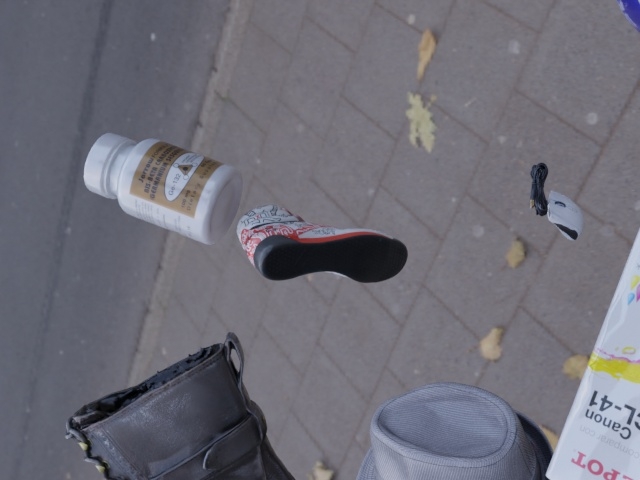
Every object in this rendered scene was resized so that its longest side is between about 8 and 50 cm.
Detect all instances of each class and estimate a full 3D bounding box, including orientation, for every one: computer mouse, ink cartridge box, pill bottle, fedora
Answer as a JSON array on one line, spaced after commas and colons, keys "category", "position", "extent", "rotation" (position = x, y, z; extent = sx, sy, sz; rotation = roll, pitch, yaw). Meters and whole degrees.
[{"category": "computer mouse", "position": [0.475, -0.065, 1.647], "extent": [0.042, 0.193, 0.106], "rotation": [-18, 52, 40]}, {"category": "ink cartridge box", "position": [0.375, 0.127, 0.762], "extent": [0.226, 0.131, 0.306], "rotation": [22, 92, 45]}, {"category": "pill bottle", "position": [-0.253, -0.090, 1.339], "extent": [0.229, 0.131, 0.131], "rotation": [20, 113, 12]}, {"category": "fedora", "position": [0.159, 0.270, 1.085], "extent": [0.275, 0.243, 0.124], "rotation": [5, 131, 35]}]

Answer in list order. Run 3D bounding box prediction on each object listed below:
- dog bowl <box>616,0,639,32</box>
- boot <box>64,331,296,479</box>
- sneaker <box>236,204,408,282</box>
[{"category": "dog bowl", "position": [0.517, -0.375, 1.078], "extent": [0.104, 0.265, 0.265], "rotation": [-101, 13, -82]}, {"category": "boot", "position": [-0.119, 0.219, 0.650], "extent": [0.229, 0.263, 0.091], "rotation": [54, 178, -14]}, {"category": "sneaker", "position": [0.000, -0.001, 1.344], "extent": [0.145, 0.270, 0.090], "rotation": [47, 130, 51]}]
